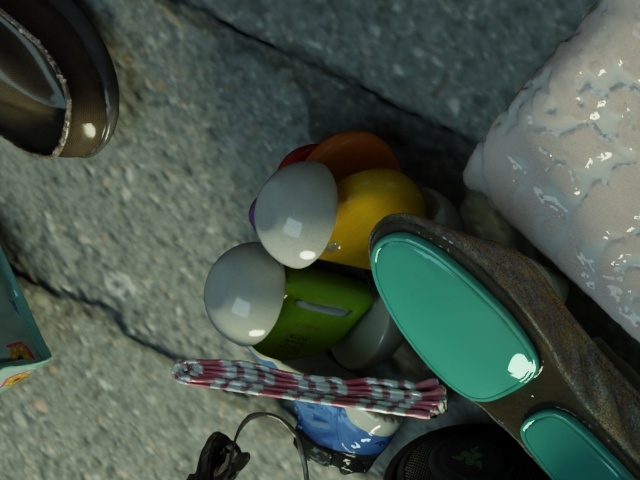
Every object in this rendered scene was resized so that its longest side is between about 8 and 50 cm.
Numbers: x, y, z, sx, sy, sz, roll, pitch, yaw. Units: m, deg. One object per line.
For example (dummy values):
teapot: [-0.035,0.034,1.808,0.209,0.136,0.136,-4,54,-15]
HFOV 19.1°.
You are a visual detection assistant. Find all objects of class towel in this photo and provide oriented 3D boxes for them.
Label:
towel: [0.282,-0.039,1.199,0.317,0.053,0.332,44,133,7]
towel: [-0.003,0.105,1.397,0.197,0.144,0.029,8,85,5]

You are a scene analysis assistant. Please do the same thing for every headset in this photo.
headset: [0.080,0.257,1.429,0.394,0.185,0.243,27,128,4]

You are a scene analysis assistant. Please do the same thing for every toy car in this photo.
toy car: [0.000,0.000,1.380,0.182,0.159,0.136,-57,39,27]

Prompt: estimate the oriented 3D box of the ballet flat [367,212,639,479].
ballet flat: [0.155,0.085,1.325,0.107,0.106,0.316,-27,108,45]

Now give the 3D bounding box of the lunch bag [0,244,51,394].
lunch bag: [-0.388,0.046,1.678,0.223,0.160,0.262,-34,82,47]

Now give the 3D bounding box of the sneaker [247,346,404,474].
sneaker: [-0.013,0.128,1.513,0.152,0.058,0.084,33,123,8]

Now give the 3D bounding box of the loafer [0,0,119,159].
loafer: [-0.320,-0.174,1.510,0.366,0.130,0.134,36,132,14]
